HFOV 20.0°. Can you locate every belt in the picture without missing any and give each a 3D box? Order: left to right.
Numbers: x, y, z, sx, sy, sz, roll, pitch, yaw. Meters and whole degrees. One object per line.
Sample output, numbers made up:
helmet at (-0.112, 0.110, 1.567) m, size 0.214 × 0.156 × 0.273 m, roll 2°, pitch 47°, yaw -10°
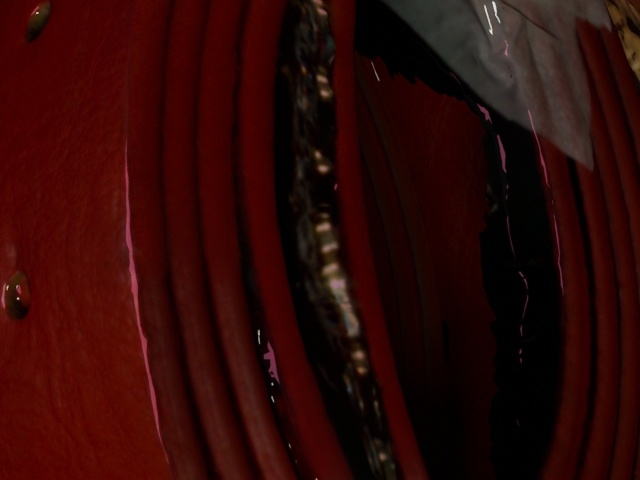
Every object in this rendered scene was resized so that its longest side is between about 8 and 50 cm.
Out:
belt at (0.000, 0.000, 0.542) m, size 0.115 × 0.227 × 0.323 m, roll -18°, pitch 64°, yaw 42°
